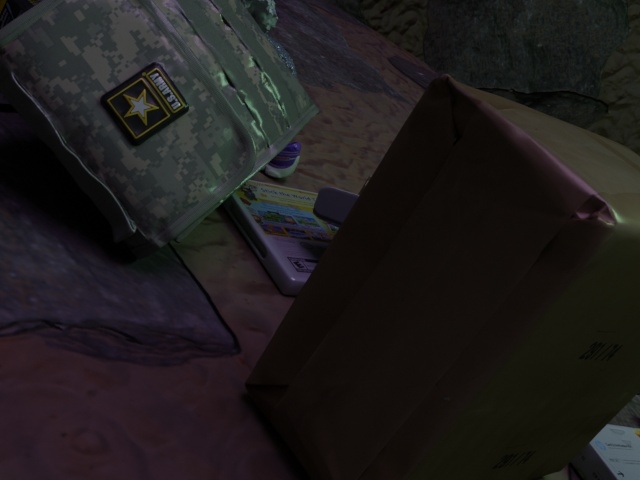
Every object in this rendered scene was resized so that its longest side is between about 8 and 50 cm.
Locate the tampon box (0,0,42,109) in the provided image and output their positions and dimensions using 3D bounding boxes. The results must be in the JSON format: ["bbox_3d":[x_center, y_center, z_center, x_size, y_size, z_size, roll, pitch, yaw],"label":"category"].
[{"bbox_3d":[-0.356,-0.239,0.826,0.161,0.120,0.101,40,23,19],"label":"tampon box"}]

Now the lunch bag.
[{"bbox_3d":[-0.162,-0.143,0.735,0.235,0.169,0.287,53,36,-13],"label":"lunch bag"}]

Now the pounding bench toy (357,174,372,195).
[{"bbox_3d":[0.092,-0.048,1.071,0.083,0.052,0.065,31,23,1],"label":"pounding bench toy"}]

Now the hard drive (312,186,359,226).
[{"bbox_3d":[0.158,0.018,0.872,0.203,0.040,0.307,20,-1,39],"label":"hard drive"}]

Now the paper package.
[{"bbox_3d":[0.153,0.061,0.603,0.325,0.309,0.168,4,37,-45],"label":"paper package"}]

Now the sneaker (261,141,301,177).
[{"bbox_3d":[-0.096,-0.160,1.045,0.170,0.071,0.068,35,23,10],"label":"sneaker"}]

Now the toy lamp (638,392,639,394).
[{"bbox_3d":[0.340,0.164,0.914,0.275,0.080,0.080,6,34,-43],"label":"toy lamp"}]

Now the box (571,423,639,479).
[{"bbox_3d":[0.351,0.273,0.761,0.145,0.038,0.186,15,29,-34],"label":"box"}]

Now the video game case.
[{"bbox_3d":[0.000,0.000,0.901,0.227,0.026,0.206,8,33,-41],"label":"video game case"}]

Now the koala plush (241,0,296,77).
[{"bbox_3d":[-0.127,-0.263,0.945,0.203,0.221,0.196,-33,58,-24],"label":"koala plush"}]
